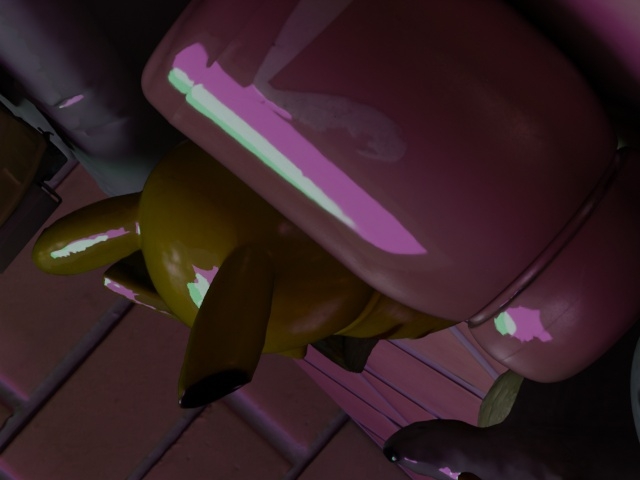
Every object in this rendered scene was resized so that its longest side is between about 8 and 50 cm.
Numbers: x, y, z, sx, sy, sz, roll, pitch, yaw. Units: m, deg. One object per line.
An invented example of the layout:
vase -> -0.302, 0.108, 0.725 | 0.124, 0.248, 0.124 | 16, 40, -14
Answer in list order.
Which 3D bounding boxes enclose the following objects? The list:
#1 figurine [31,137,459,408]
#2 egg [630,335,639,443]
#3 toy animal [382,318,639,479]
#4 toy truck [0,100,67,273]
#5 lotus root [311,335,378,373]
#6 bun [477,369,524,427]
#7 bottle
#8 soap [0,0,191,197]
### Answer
figurine -> -0.013, -0.007, 1.155 | 0.326, 0.169, 0.218 | -3, -159, -45
egg -> 0.258, 0.103, 0.896 | 0.236, 0.169, 0.169 | 39, 173, -18
toy animal -> 0.199, 0.163, 1.032 | 0.284, 0.225, 0.302 | 21, -161, 40
toy truck -> -0.295, -0.091, 1.155 | 0.272, 0.124, 0.157 | 37, 172, 20
lotus root -> -0.002, 0.005, 1.703 | 0.210, 0.142, 0.314 | 39, 170, 29
bun -> 0.238, 0.222, 1.694 | 0.244, 0.153, 0.244 | 43, 169, 11
bottle -> 0.069, -0.060, 0.975 | 0.297, 0.173, 0.206 | 42, 139, -3
soap -> -0.208, -0.235, 1.155 | 0.350, 0.213, 0.435 | 35, 170, 26
